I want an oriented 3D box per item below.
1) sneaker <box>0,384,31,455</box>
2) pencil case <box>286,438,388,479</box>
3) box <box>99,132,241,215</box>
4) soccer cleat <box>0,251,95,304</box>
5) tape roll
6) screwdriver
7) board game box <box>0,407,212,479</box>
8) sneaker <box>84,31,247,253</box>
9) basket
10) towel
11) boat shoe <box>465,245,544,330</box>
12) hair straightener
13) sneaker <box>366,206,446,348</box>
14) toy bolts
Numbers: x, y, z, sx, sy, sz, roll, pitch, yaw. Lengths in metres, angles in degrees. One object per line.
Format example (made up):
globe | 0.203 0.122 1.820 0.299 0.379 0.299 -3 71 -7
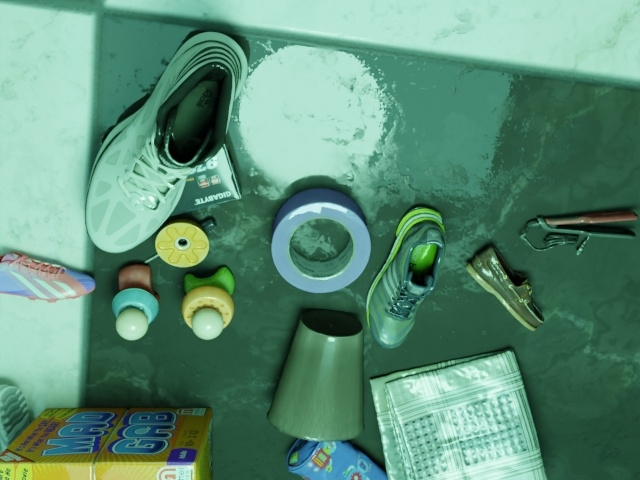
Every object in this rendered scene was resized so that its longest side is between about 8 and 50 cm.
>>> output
sneaker | -0.667 0.409 1.830 0.115 0.105 0.281 14 118 24
pencil case | 0.071 0.512 1.880 0.306 0.119 0.133 39 66 -17
box | -0.274 -0.137 1.614 0.220 0.051 0.175 -14 113 3
soccer cleat | -0.562 0.066 1.678 0.248 0.083 0.095 2 109 -1
tape roll | 0.000 0.000 1.672 0.189 0.080 0.188 -1 115 -2
screwdriver | -0.273 0.007 1.694 0.170 0.024 0.025 -34 82 13
board game box | -0.401 0.544 1.690 0.357 0.356 0.356 1 94 -3
sneaker | -0.282 -0.137 1.446 0.169 0.257 0.447 31 107 -13
basket | 0.008 0.267 1.755 0.205 0.154 0.226 7 110 -7
towel | 0.285 0.408 1.817 0.324 0.056 0.312 -14 91 5
boat shoe | 0.383 0.097 1.734 0.073 0.073 0.207 -42 109 17
hair straightener | 0.504 -0.007 1.708 0.231 0.047 0.089 -5 113 0
sneaker | 0.166 0.087 1.694 0.111 0.121 0.299 12 113 -7
toy bolts | -0.291 0.096 1.644 0.229 0.158 0.218 -14 123 5
